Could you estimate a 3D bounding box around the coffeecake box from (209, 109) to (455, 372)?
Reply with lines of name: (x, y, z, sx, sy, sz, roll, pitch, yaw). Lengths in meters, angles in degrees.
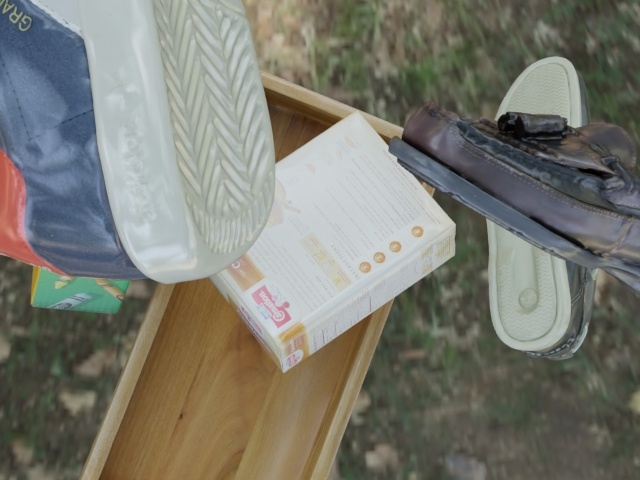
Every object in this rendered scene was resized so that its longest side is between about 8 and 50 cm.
coffeecake box: (0.000, 0.000, 1.679, 0.185, 0.142, 0.068, -34, 157, -12)

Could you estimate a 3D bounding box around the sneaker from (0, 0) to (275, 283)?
sneaker: (-0.119, -0.153, 0.832, 0.148, 0.131, 0.350, -3, 91, 26)

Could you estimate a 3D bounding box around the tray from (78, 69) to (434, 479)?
tray: (-0.052, 0.071, 1.770, 0.203, 0.076, 0.411, 22, 83, -7)

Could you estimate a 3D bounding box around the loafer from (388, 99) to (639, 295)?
loafer: (0.169, -0.033, 1.184, 0.302, 0.109, 0.095, 24, 99, -37)

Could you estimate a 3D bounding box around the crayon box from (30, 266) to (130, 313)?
crayon box: (-0.188, -0.060, 1.642, 0.081, 0.165, 0.278, 6, 158, -11)

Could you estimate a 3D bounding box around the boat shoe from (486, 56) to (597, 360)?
boat shoe: (0.175, -0.024, 1.502, 0.084, 0.079, 0.233, -6, 74, 35)
